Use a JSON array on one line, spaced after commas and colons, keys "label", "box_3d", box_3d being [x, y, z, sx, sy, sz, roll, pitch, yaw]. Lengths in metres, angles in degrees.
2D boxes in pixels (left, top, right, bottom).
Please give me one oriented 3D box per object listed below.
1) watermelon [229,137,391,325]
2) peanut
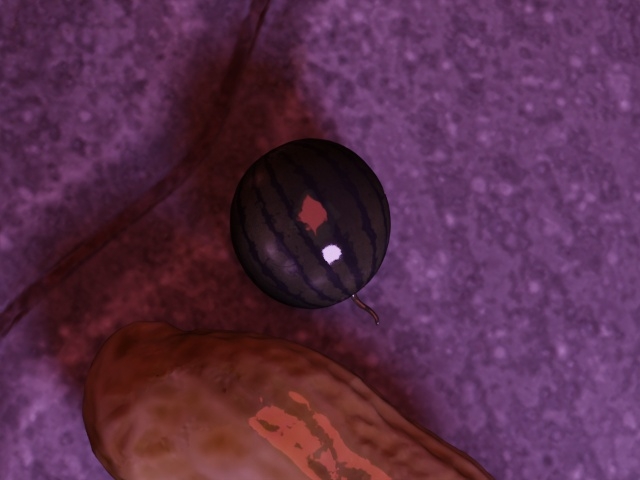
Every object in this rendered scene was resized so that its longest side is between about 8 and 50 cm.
[{"label": "watermelon", "box_3d": [0.000, 0.000, 0.790, 0.105, 0.105, 0.133, -31, 94, -8]}, {"label": "peanut", "box_3d": [-0.008, 0.149, 0.744, 0.305, 0.147, 0.147, 37, 79, 4]}]
